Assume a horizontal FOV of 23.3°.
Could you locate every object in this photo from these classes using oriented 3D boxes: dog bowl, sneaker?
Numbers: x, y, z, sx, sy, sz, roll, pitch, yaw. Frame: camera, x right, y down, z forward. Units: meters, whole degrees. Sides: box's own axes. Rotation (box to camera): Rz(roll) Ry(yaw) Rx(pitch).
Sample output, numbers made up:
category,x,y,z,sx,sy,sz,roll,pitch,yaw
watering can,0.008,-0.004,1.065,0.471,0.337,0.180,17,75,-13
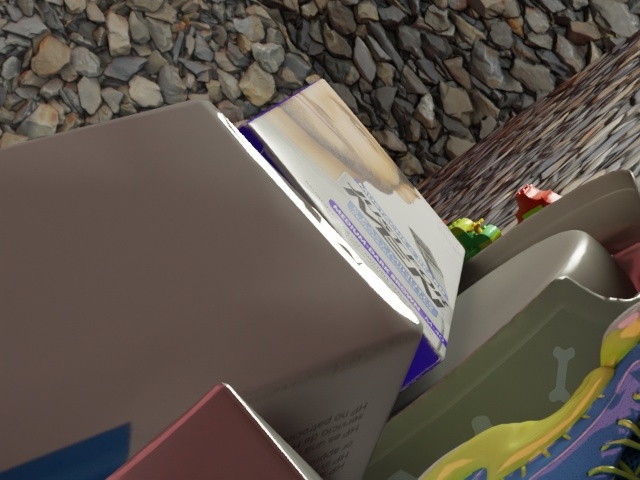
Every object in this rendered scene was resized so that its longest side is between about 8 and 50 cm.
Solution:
category,x,y,z,sx,sy,sz,roll,pitch,yaw
dog bowl,0.104,0.100,1.055,0.349,0.102,0.349,-40,3,2
sneaker,0.150,0.111,0.730,0.240,0.091,0.126,-39,22,9

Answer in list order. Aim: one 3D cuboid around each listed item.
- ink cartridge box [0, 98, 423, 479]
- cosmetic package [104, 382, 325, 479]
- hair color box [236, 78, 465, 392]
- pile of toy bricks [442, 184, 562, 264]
category,x,y,z,sx,sy,sz,roll,pitch,yaw
ink cartridge box,-0.157,0.162,0.680,0.285,0.166,0.395,-18,-38,-35
cosmetic package,-0.104,0.237,0.515,0.365,0.155,0.197,-42,-25,-3
hair color box,0.000,0.000,1.068,0.110,0.185,0.339,-39,4,11
pile of toy bricks,0.154,0.019,1.540,0.118,0.105,0.212,-42,4,-37
